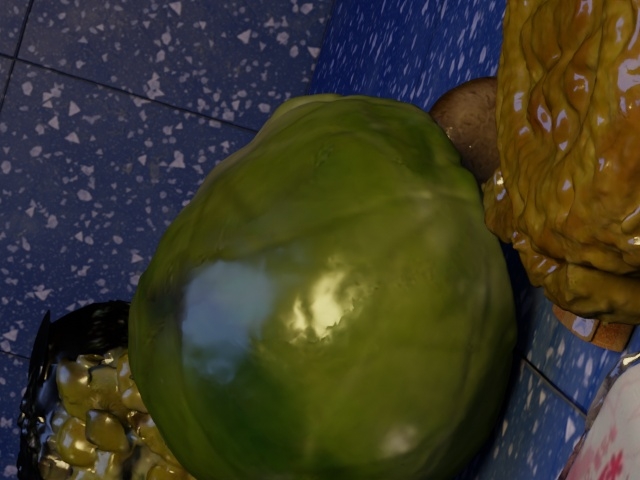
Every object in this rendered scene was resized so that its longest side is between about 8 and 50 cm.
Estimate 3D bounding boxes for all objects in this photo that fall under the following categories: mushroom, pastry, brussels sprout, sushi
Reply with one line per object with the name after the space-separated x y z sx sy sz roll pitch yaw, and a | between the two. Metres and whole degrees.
0.110 -0.041 1.321 0.072 0.094 0.209 -128 59 -83 | mushroom
0.176 -0.078 0.809 0.240 0.132 0.235 -111 27 -67 | pastry
0.010 0.055 1.202 0.344 0.268 0.344 -43 22 22 | brussels sprout
-0.125 0.237 1.535 0.285 0.328 0.328 -135 62 -68 | sushi

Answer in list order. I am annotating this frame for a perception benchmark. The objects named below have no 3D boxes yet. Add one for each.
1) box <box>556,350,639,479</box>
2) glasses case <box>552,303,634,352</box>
0.142 0.207 0.572 0.369 0.112 0.190 -92 22 -63 | box
0.186 -0.024 0.954 0.064 0.041 0.169 -99 28 -69 | glasses case
